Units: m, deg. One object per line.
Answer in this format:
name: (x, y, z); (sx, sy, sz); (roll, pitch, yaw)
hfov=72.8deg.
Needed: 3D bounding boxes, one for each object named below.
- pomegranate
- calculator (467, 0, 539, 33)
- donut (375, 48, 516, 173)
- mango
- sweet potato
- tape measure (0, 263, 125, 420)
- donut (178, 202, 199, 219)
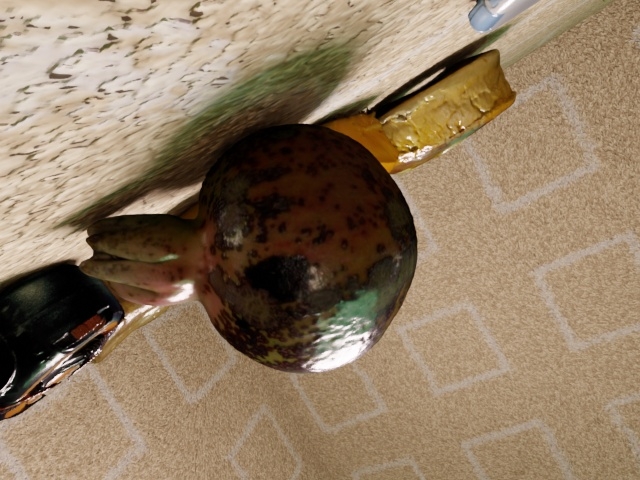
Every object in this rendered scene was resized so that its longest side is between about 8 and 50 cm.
pomegranate: (-0.073, 0.009, 0.479); (0.340, 0.285, 0.285); (-4, 173, -25)
calculator: (0.242, -0.279, 0.424); (0.210, 0.039, 0.121); (-31, -174, 5)
donut: (0.236, -0.251, 0.913); (0.329, 0.160, 0.330); (-28, -168, 7)
mango: (0.024, -0.124, 0.707); (0.252, 0.126, 0.154); (-33, 173, -34)
sweet potato: (-0.438, 0.140, 0.943); (0.369, 0.158, 0.157); (-42, -170, -34)
tape measure: (-0.360, 0.129, 0.542); (0.223, 0.135, 0.202); (-42, -178, -41)
donut: (-0.140, 0.008, 0.765); (0.277, 0.109, 0.278); (-10, 161, -3)
